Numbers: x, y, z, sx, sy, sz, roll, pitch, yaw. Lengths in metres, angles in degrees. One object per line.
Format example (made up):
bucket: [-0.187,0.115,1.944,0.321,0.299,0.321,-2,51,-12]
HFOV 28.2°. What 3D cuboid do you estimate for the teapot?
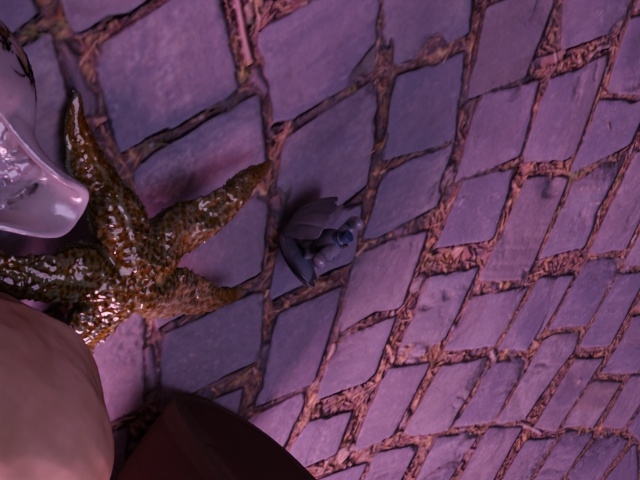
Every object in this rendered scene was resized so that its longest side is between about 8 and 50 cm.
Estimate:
teapot: [-0.308,-0.080,0.909,0.208,0.166,0.299,-49,157,13]

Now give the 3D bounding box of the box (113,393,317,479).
box: [-0.111,0.338,1.388,0.216,0.301,0.301,-48,146,5]

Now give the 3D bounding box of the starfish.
starfish: [-0.177,0.008,1.195,0.358,0.078,0.347,-37,136,-18]

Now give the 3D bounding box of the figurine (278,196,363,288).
figurine: [0.000,0.000,1.393,0.086,0.094,0.082,-33,109,18]

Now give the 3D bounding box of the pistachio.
pistachio: [-0.297,0.145,1.054,0.230,0.230,0.309,-49,135,-8]
